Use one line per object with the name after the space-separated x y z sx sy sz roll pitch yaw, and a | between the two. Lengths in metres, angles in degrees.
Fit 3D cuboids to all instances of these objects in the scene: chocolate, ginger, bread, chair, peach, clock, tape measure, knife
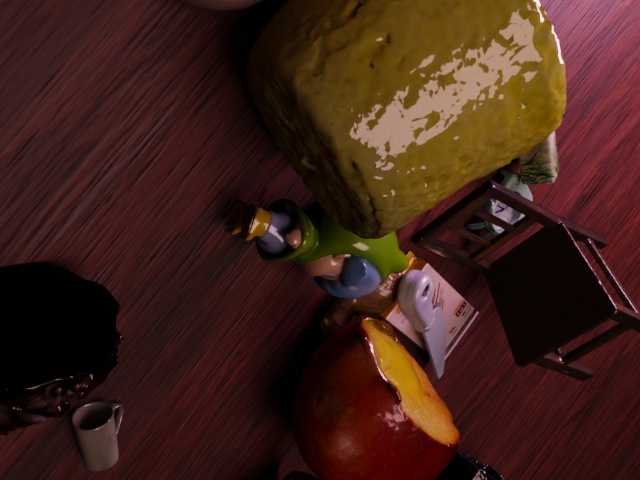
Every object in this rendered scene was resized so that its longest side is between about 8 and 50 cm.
-0.336 0.159 0.838 0.224 0.206 0.177 -15 131 -39 | chocolate
0.071 0.101 1.223 0.165 0.067 0.096 -46 135 8 | ginger
0.088 -0.190 0.912 0.308 0.348 0.348 -39 131 -5 | bread
0.390 0.085 1.311 0.416 0.240 0.203 16 136 -43 | chair
0.089 0.253 1.159 0.281 0.281 0.338 -25 144 -27 | peach
0.327 -0.057 1.361 0.135 0.041 0.101 -48 133 -8 | clock
0.311 0.570 1.622 0.199 0.112 0.186 -50 126 0 | tape measure
0.192 0.148 1.300 0.080 0.044 0.331 -61 149 -22 | knife

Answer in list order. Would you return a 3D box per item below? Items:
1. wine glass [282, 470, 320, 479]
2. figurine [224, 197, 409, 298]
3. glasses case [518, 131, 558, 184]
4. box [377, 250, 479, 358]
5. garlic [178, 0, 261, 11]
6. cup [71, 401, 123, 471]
-0.173 0.513 1.119 0.406 0.267 0.267 0 112 -33 | wine glass
0.000 0.000 1.051 0.263 0.162 0.143 17 87 -33 | figurine
0.364 -0.231 1.263 0.095 0.062 0.272 -64 146 -43 | glasses case
0.194 0.129 1.354 0.129 0.033 0.247 -54 134 -3 | box
-0.103 -0.387 0.793 0.325 0.132 0.279 -20 131 -24 | garlic
-0.304 0.262 1.018 0.054 0.075 0.083 1 121 1 | cup
